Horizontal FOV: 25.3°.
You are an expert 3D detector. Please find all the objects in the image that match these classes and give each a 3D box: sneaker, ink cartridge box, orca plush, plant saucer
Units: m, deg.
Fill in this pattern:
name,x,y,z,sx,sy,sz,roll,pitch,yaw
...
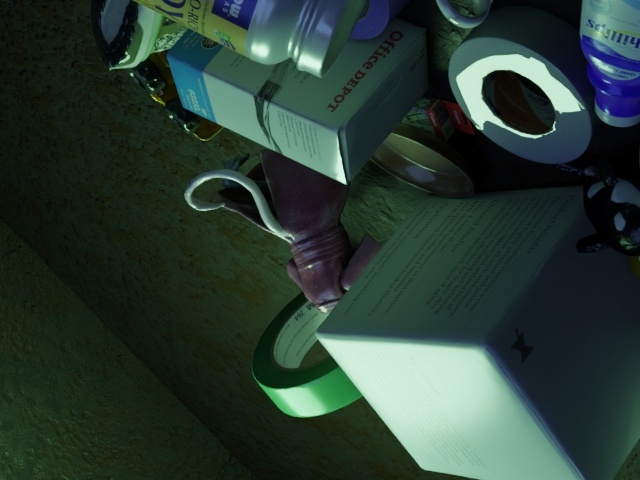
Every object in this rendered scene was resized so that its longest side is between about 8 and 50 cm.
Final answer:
name,x,y,z,sx,sy,sz,roll,pitch,yaw
sneaker,-0.197,-0.421,2.133,0.410,0.182,0.158,-47,63,43
ink cartridge box,0.170,-0.181,2.125,0.115,0.029,0.063,16,145,40
orca plush,0.363,-0.036,1.868,0.151,0.102,0.287,49,-175,-33
ink cartridge box,-0.029,-0.247,2.063,0.307,0.223,0.129,27,151,25
plant saucer,0.151,-0.129,2.178,0.198,0.036,0.198,26,167,6

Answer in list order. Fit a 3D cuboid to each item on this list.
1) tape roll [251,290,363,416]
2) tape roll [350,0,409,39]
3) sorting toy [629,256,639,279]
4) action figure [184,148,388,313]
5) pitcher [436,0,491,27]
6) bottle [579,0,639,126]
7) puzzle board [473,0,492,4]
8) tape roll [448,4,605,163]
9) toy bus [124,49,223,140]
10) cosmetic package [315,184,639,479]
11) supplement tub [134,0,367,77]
name,x,y,z,sx,sy,sz,roll,pitch,yaw
tape roll,0.030,0.170,2.518,0.321,0.321,0.077,0,133,52
tape roll,0.037,-0.373,1.948,0.189,0.080,0.189,30,151,18
sorting toy,0.523,0.105,1.933,0.307,0.041,0.229,47,134,28
action figure,0.000,0.000,2.326,0.248,0.276,0.370,-25,91,42
pitcher,0.152,-0.367,1.699,0.207,0.178,0.125,44,145,-10
bottle,0.368,-0.250,1.692,0.118,0.092,0.283,25,150,21
puzzle board,0.181,-0.333,1.829,0.096,0.011,0.128,40,-176,1
tape roll,0.281,-0.206,1.898,0.219,0.072,0.219,31,152,19
toy bus,-0.249,-0.288,2.395,0.220,0.149,0.211,49,165,-23
cosmetic package,0.279,0.145,2.150,0.393,0.329,0.327,-1,132,54
supplement tub,-0.102,-0.365,1.768,0.331,0.241,0.241,27,152,4
